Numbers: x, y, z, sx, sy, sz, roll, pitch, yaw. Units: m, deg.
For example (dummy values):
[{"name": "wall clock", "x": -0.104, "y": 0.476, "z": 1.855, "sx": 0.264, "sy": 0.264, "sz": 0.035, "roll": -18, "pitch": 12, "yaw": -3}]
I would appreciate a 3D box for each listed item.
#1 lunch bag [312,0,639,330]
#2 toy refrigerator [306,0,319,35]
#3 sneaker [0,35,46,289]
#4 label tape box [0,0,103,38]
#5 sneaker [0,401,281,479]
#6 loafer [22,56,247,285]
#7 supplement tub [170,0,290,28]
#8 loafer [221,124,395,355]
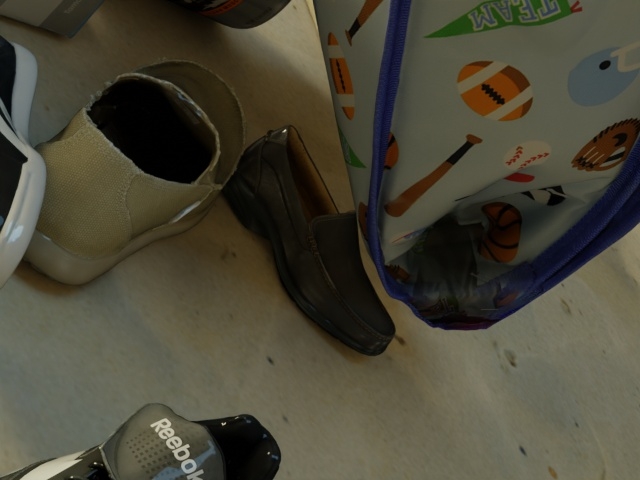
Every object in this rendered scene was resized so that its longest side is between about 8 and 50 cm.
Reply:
[{"name": "lunch bag", "x": 0.102, "y": -0.172, "z": 1.046, "sx": 0.238, "sy": 0.385, "sz": 0.328, "roll": -2, "pitch": 53, "yaw": -9}, {"name": "toy refrigerator", "x": 0.063, "y": -0.193, "z": 1.380, "sx": 0.094, "sy": 0.102, "sz": 0.269, "roll": 23, "pitch": 36, "yaw": -40}, {"name": "sneaker", "x": -0.214, "y": -0.058, "z": 0.834, "sx": 0.121, "sy": 0.079, "sz": 0.217, "roll": 28, "pitch": 24, "yaw": -27}, {"name": "label tape box", "x": -0.217, "y": -0.274, "z": 0.912, "sx": 0.347, "sy": 0.249, "sz": 0.115, "roll": 13, "pitch": 43, "yaw": -49}, {"name": "sneaker", "x": -0.098, "y": 0.120, "z": 0.724, "sx": 0.078, "sy": 0.106, "sz": 0.234, "roll": 55, "pitch": 28, "yaw": 16}, {"name": "loafer", "x": -0.099, "y": -0.056, "z": 0.971, "sx": 0.102, "sy": 0.092, "sz": 0.268, "roll": 45, "pitch": 27, "yaw": -5}, {"name": "supplement tub", "x": -0.106, "y": -0.237, "z": 1.173, "sx": 0.190, "sy": 0.117, "sz": 0.117, "roll": 18, "pitch": 39, "yaw": -43}, {"name": "loafer", "x": 0.000, "y": 0.000, "z": 1.075, "sx": 0.170, "sy": 0.061, "sz": 0.062, "roll": 52, "pitch": 26, "yaw": 7}]
